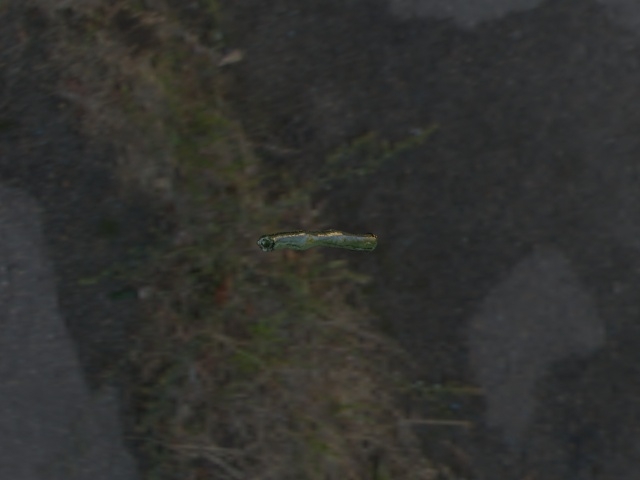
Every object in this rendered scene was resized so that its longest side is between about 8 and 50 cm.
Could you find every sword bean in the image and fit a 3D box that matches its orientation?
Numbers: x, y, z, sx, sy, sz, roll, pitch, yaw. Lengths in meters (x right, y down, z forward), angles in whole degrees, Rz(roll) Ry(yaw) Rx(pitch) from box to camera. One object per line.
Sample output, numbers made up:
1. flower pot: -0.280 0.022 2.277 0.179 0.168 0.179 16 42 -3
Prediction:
1. sword bean: 0.000 0.000 0.940 0.083 0.012 0.012 1 86 -48
